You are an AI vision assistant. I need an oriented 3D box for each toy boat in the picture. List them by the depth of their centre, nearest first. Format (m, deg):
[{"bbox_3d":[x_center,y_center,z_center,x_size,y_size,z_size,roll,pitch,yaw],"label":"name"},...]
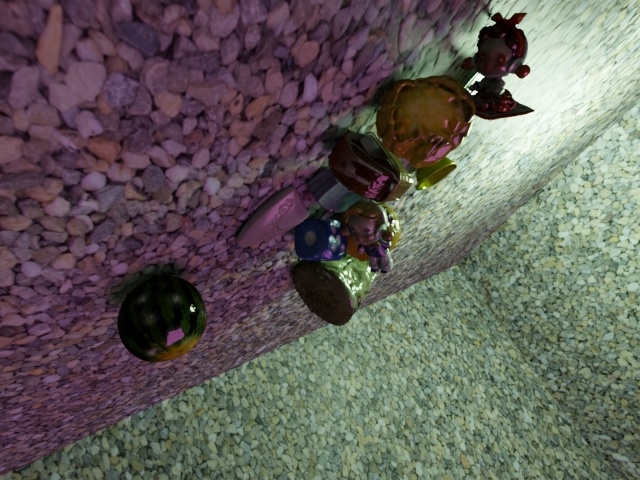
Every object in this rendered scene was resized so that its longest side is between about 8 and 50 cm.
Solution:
[{"bbox_3d":[0.066,-0.156,1.313,0.127,0.078,0.283,-42,155,19],"label":"toy boat"}]

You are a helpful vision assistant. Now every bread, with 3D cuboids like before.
[{"bbox_3d":[0.128,-0.198,1.114,0.211,0.224,0.142,5,135,-34],"label":"bread"}]

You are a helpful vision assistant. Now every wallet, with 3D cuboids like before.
[{"bbox_3d":[0.462,-0.465,1.211,0.155,0.039,0.110,-10,147,-44],"label":"wallet"}]

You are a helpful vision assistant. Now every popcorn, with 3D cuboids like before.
[{"bbox_3d":[0.265,-0.306,1.056,0.250,0.250,0.190,-37,-167,16],"label":"popcorn"}]

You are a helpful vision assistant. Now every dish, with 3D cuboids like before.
[{"bbox_3d":[0.417,-0.265,1.533,0.207,0.080,0.149,-24,161,-21],"label":"dish"}]

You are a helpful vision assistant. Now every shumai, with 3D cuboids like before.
[{"bbox_3d":[0.087,0.166,1.795,0.323,0.324,0.397,-36,169,-29],"label":"shumai"}]

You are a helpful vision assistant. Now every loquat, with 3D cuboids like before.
[{"bbox_3d":[0.179,-0.042,1.509,0.243,0.244,0.244,-26,158,-12],"label":"loquat"}]

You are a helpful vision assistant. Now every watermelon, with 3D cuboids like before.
[{"bbox_3d":[-0.470,0.235,1.228,0.268,0.269,0.269,-26,158,-12],"label":"watermelon"}]

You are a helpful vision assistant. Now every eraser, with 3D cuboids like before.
[{"bbox_3d":[-0.152,-0.049,1.275,0.243,0.059,0.204,-35,159,-1],"label":"eraser"}]

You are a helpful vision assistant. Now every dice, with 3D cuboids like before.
[{"bbox_3d":[0.000,0.000,1.414,0.146,0.143,0.146,0,177,33],"label":"dice"}]

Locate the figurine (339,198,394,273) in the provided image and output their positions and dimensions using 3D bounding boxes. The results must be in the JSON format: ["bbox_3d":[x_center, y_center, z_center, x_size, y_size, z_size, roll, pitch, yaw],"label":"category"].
[{"bbox_3d":[0.177,-0.015,1.340,0.133,0.274,0.193,-48,-163,-33],"label":"figurine"}]

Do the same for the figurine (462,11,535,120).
[{"bbox_3d":[0.455,-0.452,1.033,0.160,0.183,0.226,-13,128,-15],"label":"figurine"}]
